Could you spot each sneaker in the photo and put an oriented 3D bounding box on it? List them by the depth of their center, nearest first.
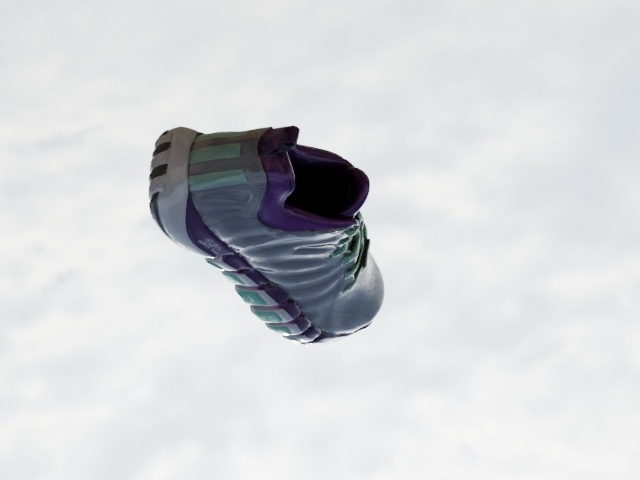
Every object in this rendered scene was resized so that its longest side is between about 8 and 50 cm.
[{"bbox_3d":[0.000,0.000,1.105,0.098,0.083,0.223,-9,157,28],"label":"sneaker"}]
